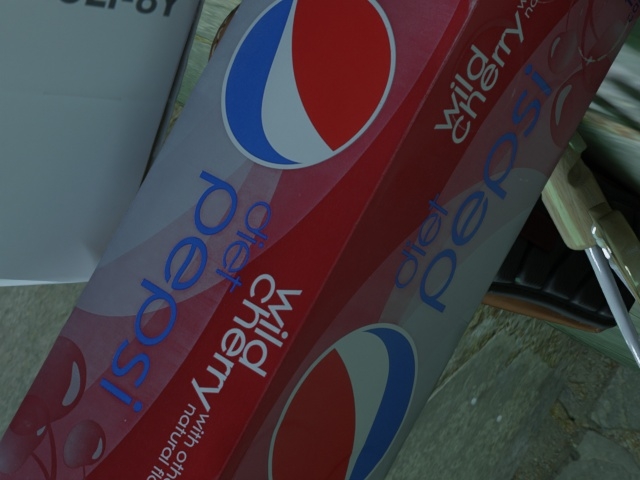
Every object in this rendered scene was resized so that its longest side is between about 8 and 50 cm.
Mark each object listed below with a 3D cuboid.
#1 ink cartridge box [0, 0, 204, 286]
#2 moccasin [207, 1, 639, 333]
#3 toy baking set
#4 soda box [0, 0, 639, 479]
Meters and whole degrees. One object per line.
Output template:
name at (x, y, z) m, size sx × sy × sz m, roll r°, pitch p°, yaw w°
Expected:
ink cartridge box at (-0.265, -0.130, 0.461) m, size 0.279 × 0.160 × 0.385 m, roll -3°, pitch -152°, yaw -46°
moccasin at (0.062, -0.044, 0.739) m, size 0.147 × 0.139 × 0.380 m, roll 18°, pitch -179°, yaw 38°
toy baking set at (0.112, -0.015, 0.567) m, size 0.196 × 0.030 × 0.256 m, roll 65°, pitch -169°, yaw 15°
soda box at (0.000, 0.000, 0.407) m, size 0.083 × 0.263 × 0.092 m, roll 28°, pitch 179°, yaw 36°
